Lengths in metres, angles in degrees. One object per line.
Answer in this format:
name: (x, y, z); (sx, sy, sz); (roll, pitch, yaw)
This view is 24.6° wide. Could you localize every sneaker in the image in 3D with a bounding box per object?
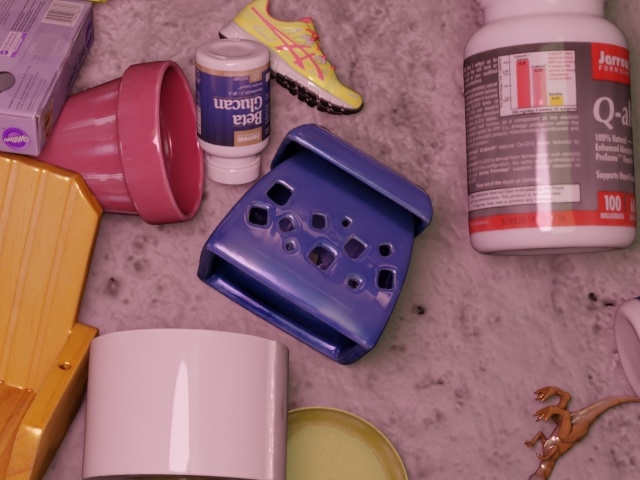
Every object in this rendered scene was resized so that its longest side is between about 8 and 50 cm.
sneaker: (-0.024, -0.241, 1.897); (0.208, 0.081, 0.094); (35, 82, -1)

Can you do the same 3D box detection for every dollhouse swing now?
dollhouse swing: (-0.450, 0.087, 1.708); (0.347, 0.315, 0.305); (18, 125, 2)

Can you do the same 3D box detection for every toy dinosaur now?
toy dinosaur: (0.331, 0.238, 1.915); (0.211, 0.064, 0.112); (-42, 113, 1)

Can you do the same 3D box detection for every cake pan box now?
cake pan box: (-0.422, -0.219, 1.783); (0.245, 0.070, 0.267); (8, 42, 2)

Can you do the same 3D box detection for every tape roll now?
tape roll: (-0.160, 0.208, 1.763); (0.246, 0.246, 0.169); (2, 75, -4)

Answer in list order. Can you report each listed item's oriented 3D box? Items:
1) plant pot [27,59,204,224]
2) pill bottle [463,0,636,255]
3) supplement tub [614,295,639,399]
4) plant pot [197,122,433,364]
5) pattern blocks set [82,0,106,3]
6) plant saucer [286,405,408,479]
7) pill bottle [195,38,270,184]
plant pot: (-0.256, -0.113, 1.824); (0.180, 0.201, 0.201); (-7, 87, 11)
pill bottle: (0.286, -0.167, 1.851); (0.210, 0.210, 0.363); (-2, 87, -5)
supplement tub: (0.492, 0.123, 1.882); (0.199, 0.144, 0.144); (-15, 88, -5)
plant pot: (0.000, 0.000, 1.814); (0.236, 0.236, 0.212); (30, 78, -2)
pattern blocks set: (-0.278, -0.442, 1.855); (0.325, 0.026, 0.285); (1, 88, 18)
plant saucer: (-0.006, 0.332, 1.883); (0.241, 0.037, 0.241); (0, 86, -4)
pill bottle: (-0.110, -0.161, 1.852); (0.094, 0.094, 0.169); (-2, 117, -5)
